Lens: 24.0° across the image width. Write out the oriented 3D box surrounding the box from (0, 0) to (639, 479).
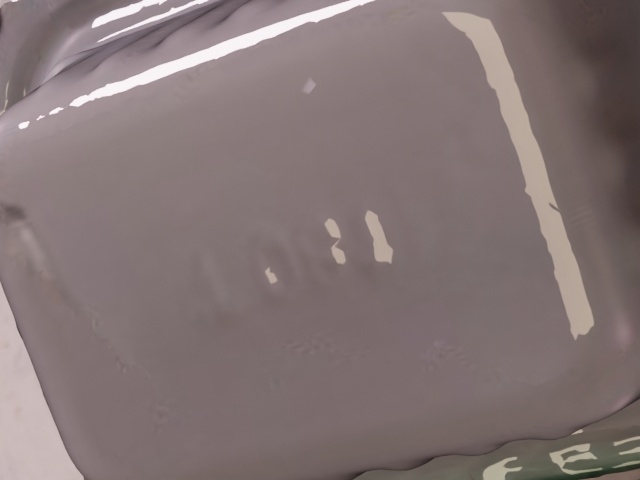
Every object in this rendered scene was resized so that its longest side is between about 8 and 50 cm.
[{"bbox_3d":[0.000,0.000,0.571,0.337,0.106,0.264,-16,98,28],"label":"box"}]
